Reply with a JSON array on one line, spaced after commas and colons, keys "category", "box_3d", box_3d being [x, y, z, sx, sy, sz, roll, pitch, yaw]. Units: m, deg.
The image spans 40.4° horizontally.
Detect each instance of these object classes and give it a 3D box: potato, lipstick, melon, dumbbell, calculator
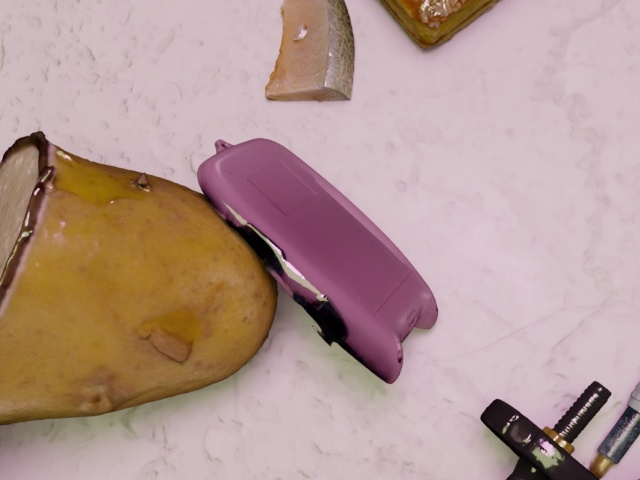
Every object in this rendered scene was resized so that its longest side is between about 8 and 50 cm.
[{"category": "potato", "box_3d": [-0.236, 0.092, 0.898, 0.397, 0.296, 0.290, -48, 34, 30]}, {"category": "lipstick", "box_3d": [0.313, 0.194, 0.892, 0.037, 0.037, 0.116, 37, 89, 13]}, {"category": "melon", "box_3d": [-0.006, -0.251, 1.025, 0.098, 0.054, 0.182, 4, 78, 23]}, {"category": "dumbbell", "box_3d": [0.168, 0.263, 0.839, 0.143, 0.143, 0.325, 41, 86, 13]}, {"category": "calculator", "box_3d": [0.001, -0.001, 0.876, 0.294, 0.194, 0.043, 46, 120, 3]}]

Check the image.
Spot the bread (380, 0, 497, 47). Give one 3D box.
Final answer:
[{"category": "bread", "box_3d": [0.117, -0.358, 0.990, 0.184, 0.110, 0.234, -37, 82, 2]}]

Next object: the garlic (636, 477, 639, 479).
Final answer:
[{"category": "garlic", "box_3d": [0.337, 0.320, 0.757, 0.218, 0.218, 0.212, -46, 43, -4]}]
